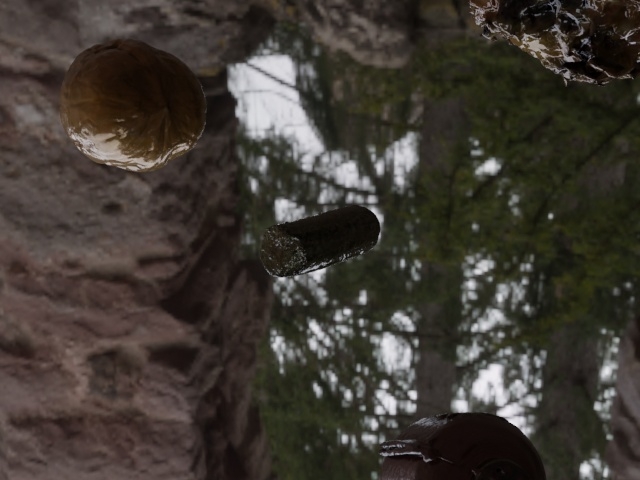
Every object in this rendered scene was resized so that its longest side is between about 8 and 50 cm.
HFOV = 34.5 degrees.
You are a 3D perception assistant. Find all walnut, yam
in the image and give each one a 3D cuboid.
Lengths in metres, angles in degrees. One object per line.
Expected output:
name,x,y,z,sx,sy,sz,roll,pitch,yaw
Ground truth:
walnut,-0.261,-0.189,1.440,0.195,0.195,0.221,-17,-163,-27
yam,0.000,0.000,0.768,0.043,0.043,0.094,24,-153,37

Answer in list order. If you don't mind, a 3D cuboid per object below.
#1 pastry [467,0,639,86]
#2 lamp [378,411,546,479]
pastry,0.215,-0.229,0.691,0.274,0.275,0.193,-10,-179,-16
lamp,0.162,0.290,1.241,0.180,0.180,0.258,-12,174,-19
